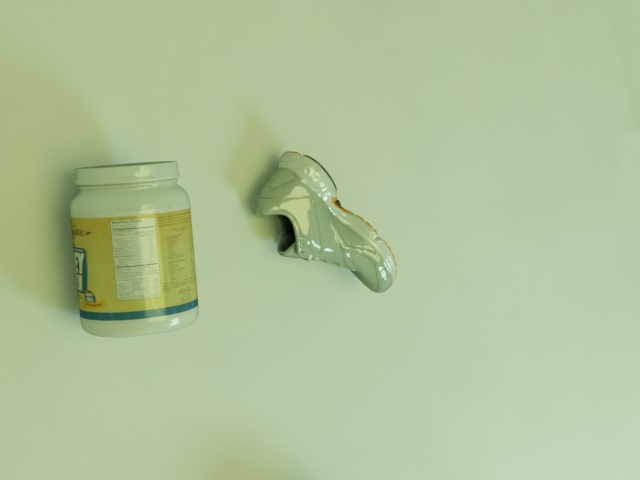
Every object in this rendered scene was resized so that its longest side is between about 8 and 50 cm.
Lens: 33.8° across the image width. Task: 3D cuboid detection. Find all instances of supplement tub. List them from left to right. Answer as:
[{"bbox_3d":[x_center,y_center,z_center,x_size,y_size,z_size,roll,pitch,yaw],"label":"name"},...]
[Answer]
[{"bbox_3d":[-0.225,0.007,1.276,0.144,0.144,0.199,-9,98,-40],"label":"supplement tub"}]

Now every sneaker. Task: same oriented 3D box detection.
[{"bbox_3d":[0.000,0.000,1.517,0.262,0.099,0.121,48,70,-24],"label":"sneaker"}]
